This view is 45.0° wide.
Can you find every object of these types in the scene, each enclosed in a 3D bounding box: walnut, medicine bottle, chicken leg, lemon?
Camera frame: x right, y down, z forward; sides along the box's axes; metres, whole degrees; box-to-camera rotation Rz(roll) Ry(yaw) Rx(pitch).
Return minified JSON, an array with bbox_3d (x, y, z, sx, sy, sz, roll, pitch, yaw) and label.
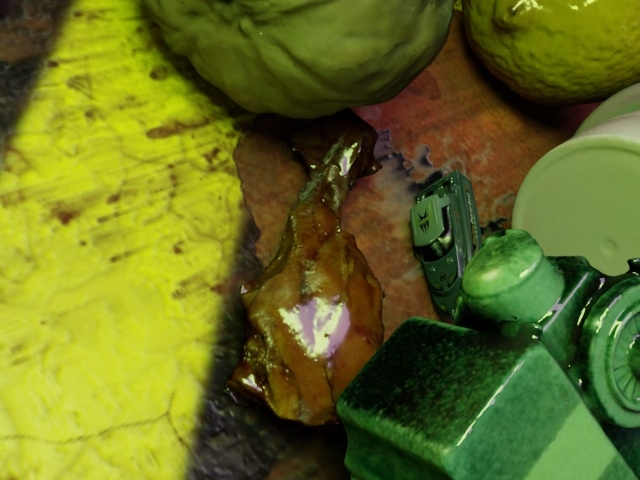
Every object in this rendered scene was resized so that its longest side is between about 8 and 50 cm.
[{"bbox_3d":[-0.014,-0.247,0.622,0.282,0.253,0.276,30,51,-16],"label":"walnut"},{"bbox_3d":[0.350,-0.040,0.754,0.302,0.241,0.241,-25,80,-40],"label":"medicine bottle"},{"bbox_3d":[0.000,0.000,0.608,0.113,0.093,0.304,16,52,-13],"label":"chicken leg"},{"bbox_3d":[0.285,-0.272,0.844,0.268,0.267,0.267,16,56,-26],"label":"lemon"}]

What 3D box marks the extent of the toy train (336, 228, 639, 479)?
[{"bbox_3d":[0.159,0.147,0.530,0.238,0.167,0.299,-45,112,-19],"label":"toy train"}]

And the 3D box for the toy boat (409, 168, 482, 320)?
[{"bbox_3d":[0.115,0.007,0.695,0.060,0.055,0.141,19,55,-33],"label":"toy boat"}]
